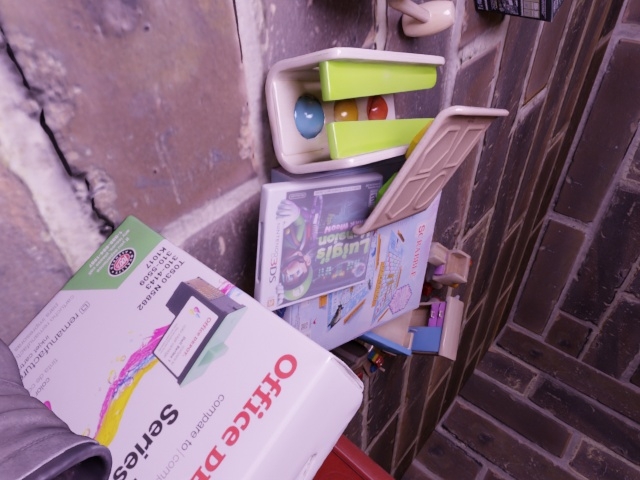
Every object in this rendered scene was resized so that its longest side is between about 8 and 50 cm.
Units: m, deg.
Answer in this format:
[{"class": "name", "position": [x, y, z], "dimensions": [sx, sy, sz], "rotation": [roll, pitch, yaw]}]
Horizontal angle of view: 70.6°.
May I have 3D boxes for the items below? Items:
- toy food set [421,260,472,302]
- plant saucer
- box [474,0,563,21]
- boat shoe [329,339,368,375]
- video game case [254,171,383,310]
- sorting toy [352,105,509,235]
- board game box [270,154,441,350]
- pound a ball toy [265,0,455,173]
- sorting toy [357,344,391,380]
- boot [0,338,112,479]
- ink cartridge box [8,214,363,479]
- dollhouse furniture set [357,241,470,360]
[{"class": "toy food set", "position": [0.376, 0.150, 1.350], "dimensions": [0.104, 0.111, 0.232], "rotation": [-39, 140, -32]}, {"class": "plant saucer", "position": [0.048, 0.657, 1.132], "dimensions": [0.258, 0.259, 0.047], "rotation": [-58, 140, -7]}, {"class": "box", "position": [0.333, -0.470, 0.756], "dimensions": [0.078, 0.147, 0.180], "rotation": [-60, 149, -2]}, {"class": "boat shoe", "position": [0.005, 0.273, 0.898], "dimensions": [0.307, 0.110, 0.105], "rotation": [9, 105, -58]}, {"class": "video game case", "position": [0.000, 0.000, 0.611], "dimensions": [0.190, 0.022, 0.173], "rotation": [-12, 121, -37]}, {"class": "sorting toy", "position": [0.143, -0.098, 0.605], "dimensions": [0.193, 0.038, 0.208], "rotation": [-19, 152, -51]}, {"class": "board game box", "position": [0.063, 0.017, 0.744], "dimensions": [0.318, 0.066, 0.319], "rotation": [-16, 123, -36]}, {"class": "pound a ball toy", "position": [0.067, -0.216, 0.610], "dimensions": [0.319, 0.135, 0.208], "rotation": [-24, 110, -48]}, {"class": "sorting toy", "position": [0.176, 0.299, 1.237], "dimensions": [0.274, 0.046, 0.132], "rotation": [-51, 148, -18]}, {"class": "boot", "position": [-0.309, 0.149, 0.221], "dimensions": [0.338, 0.222, 0.118], "rotation": [-27, 136, -44]}, {"class": "ink cartridge box", "position": [-0.133, 0.130, 0.414], "dimensions": [0.201, 0.278, 0.117], "rotation": [-53, 149, -15]}, {"class": "dollhouse furniture set", "position": [0.157, 0.118, 1.048], "dimensions": [0.303, 0.198, 0.287], "rotation": [27, 67, -29]}]
